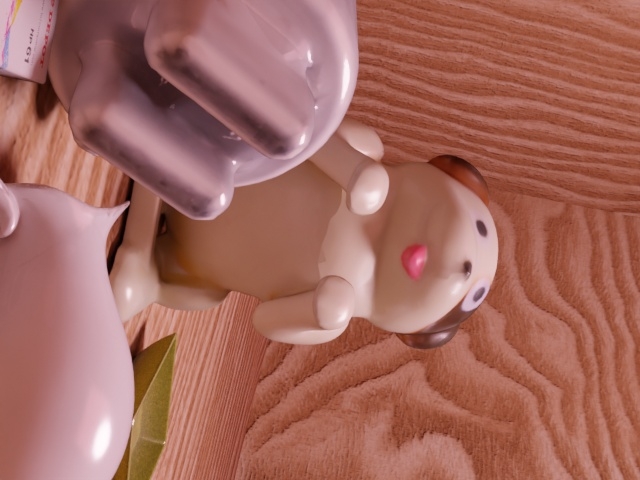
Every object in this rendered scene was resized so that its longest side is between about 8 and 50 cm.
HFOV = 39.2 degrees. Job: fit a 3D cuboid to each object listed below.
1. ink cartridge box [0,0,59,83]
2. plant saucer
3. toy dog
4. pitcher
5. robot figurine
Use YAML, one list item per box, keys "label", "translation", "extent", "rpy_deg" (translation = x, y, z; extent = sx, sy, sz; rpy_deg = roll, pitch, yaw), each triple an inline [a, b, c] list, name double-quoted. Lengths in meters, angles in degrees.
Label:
- label: "ink cartridge box"
  translation: [-0.178, -0.136, 0.464]
  extent: [0.122, 0.052, 0.088]
  rpy_deg: [-53, 154, -87]
- label: "plant saucer"
  translation: [-0.229, 0.233, 1.107]
  extent: [0.188, 0.045, 0.188]
  rpy_deg: [-75, 176, -63]
- label: "toy dog"
  translation: [0.000, 0.000, 1.047]
  extent: [0.395, 0.408, 0.284]
  rpy_deg: [78, 24, -83]
- label: "pitcher"
  translation: [-0.190, 0.061, 0.554]
  extent: [0.178, 0.125, 0.207]
  rpy_deg: [29, 61, -66]
- label: "robot figurine"
  translation: [-0.074, -0.179, 0.640]
  extent: [0.300, 0.200, 0.353]
  rpy_deg: [-32, -144, 26]
